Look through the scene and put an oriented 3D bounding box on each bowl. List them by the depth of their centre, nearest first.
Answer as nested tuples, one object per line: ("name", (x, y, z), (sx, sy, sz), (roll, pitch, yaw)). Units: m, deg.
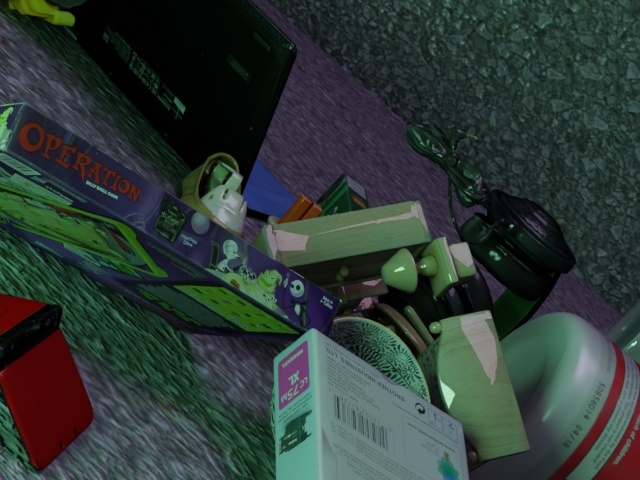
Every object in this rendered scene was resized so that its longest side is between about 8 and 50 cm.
("bowl", (0.012, 0.157, 1.530), (0.170, 0.170, 0.080), (36, -29, -27))

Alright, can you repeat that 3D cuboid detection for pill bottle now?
("pill bottle", (0.342, 0.280, 1.842), (0.407, 0.229, 0.229), (39, 13, -14))

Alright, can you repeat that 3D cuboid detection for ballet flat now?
("ballet flat", (-0.116, -0.041, 1.887), (0.080, 0.073, 0.232), (37, 14, -20))

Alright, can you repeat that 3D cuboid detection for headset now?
("headset", (0.164, 0.018, 1.981), (0.185, 0.243, 0.394), (48, -14, 24))

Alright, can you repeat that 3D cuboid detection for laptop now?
("laptop", (-0.130, -0.235, 2.159), (0.236, 0.408, 0.382), (-23, 60, -39))

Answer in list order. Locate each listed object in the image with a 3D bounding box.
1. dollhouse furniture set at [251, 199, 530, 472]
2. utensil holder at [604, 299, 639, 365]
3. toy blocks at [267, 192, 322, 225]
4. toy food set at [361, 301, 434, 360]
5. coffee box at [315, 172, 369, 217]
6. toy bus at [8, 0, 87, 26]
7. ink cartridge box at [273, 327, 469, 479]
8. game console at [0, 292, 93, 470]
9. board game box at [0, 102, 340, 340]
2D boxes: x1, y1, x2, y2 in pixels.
("dollhouse furniture set", (0.048, 0.160, 1.688), (0.303, 0.173, 0.356), (127, -49, -65))
("utensil holder", (0.550, 0.261, 2.346), (0.385, 0.327, 0.327), (46, 13, 4))
("toy blocks", (0.000, 0.000, 1.927), (0.123, 0.148, 0.054), (44, 12, 8))
("toy food set", (0.087, 0.127, 1.900), (0.132, 0.038, 0.192), (56, -14, -6))
("coffee box", (0.011, -0.009, 2.077), (0.040, 0.113, 0.184), (40, 14, -14))
("toy bus", (-0.378, -0.371, 2.025), (0.211, 0.220, 0.149), (-4, 25, -30))
("ink cartridge box", (0.048, 0.232, 1.365), (0.186, 0.065, 0.311), (34, 30, -29))
("game console", (-0.232, 0.095, 1.221), (0.124, 0.085, 0.144), (11, 10, 6))
("board game box", (-0.171, -0.008, 1.430), (0.347, 0.056, 0.208), (33, -24, -35))
